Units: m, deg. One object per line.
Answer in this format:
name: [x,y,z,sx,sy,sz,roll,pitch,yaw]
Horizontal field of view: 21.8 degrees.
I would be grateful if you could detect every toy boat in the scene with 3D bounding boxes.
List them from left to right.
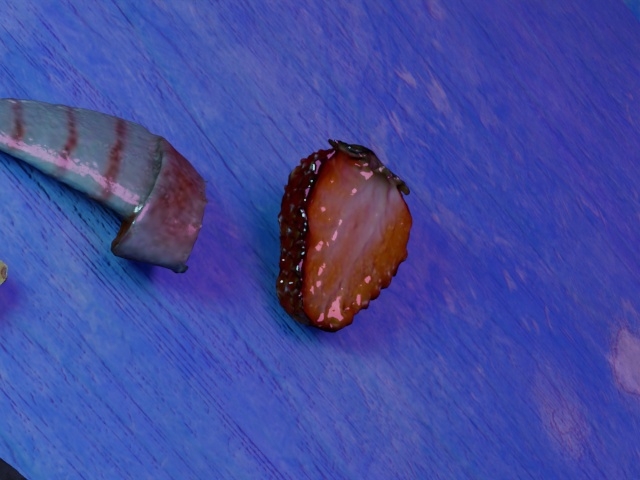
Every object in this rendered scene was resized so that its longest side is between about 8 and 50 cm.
toy boat: [-0.251,-0.085,1.700,0.282,0.096,0.206,25,36,-21]

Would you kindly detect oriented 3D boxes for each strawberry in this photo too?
strawberry: [0.000,0.000,1.931,0.190,0.111,0.236,46,56,-34]

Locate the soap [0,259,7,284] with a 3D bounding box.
soap: [-0.364,0.061,1.448,0.092,0.037,0.252,51,32,-11]

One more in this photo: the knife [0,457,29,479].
knife: [-0.285,0.207,1.411,0.245,0.019,0.072,47,32,-35]
